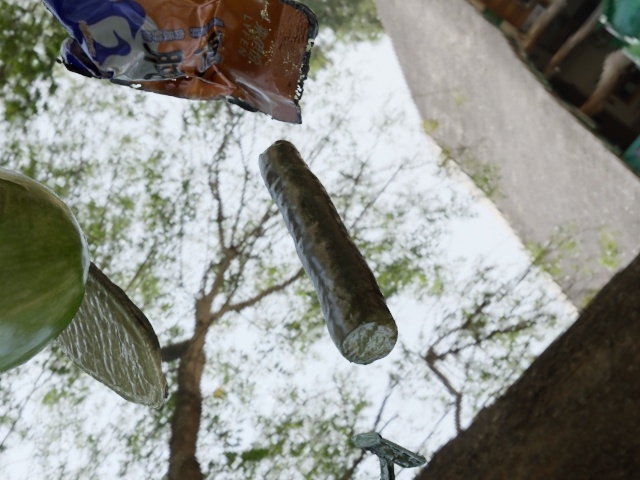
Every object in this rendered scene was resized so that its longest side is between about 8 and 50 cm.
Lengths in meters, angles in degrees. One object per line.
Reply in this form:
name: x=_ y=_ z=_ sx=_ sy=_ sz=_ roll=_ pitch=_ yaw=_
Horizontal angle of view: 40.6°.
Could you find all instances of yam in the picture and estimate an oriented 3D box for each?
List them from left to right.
yam: x=0.000 y=0.000 z=0.826 sx=0.061 sy=0.061 sz=0.274 roll=19 pitch=-150 yaw=-37

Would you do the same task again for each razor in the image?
razor: x=0.096 y=0.229 z=0.628 sx=0.084 sy=0.036 sz=0.211 roll=36 pitch=-167 yaw=-47

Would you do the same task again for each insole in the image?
insole: x=-0.167 y=0.030 z=0.517 sx=0.011 sy=0.081 sz=0.248 roll=-26 pitch=-146 yaw=-38

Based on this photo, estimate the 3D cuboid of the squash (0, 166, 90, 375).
squash: x=-0.283 y=0.033 z=0.355 sx=0.371 sy=0.118 sz=0.118 roll=-8 pitch=-137 yaw=-24

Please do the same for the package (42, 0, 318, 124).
package: x=-0.055 y=-0.077 z=0.337 sx=0.111 sy=0.077 sz=0.033 roll=10 pitch=-133 yaw=2
